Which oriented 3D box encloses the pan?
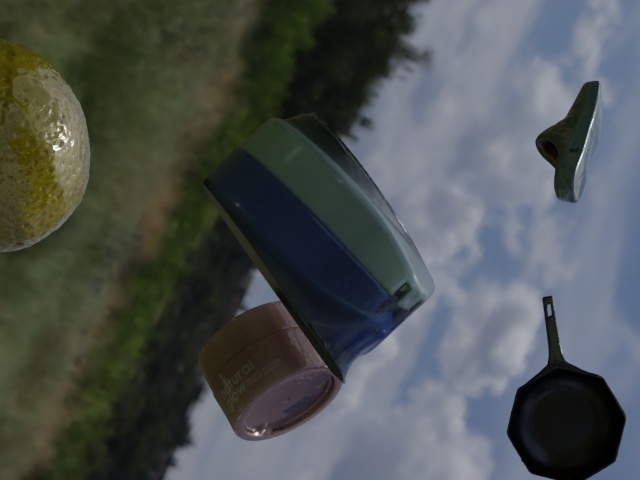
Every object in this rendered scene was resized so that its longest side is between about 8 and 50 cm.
[{"bbox_3d":[0.287,0.171,1.976,0.048,0.128,0.202,-93,-162,-86],"label":"pan"}]

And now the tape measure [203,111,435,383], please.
[{"bbox_3d":[0.002,0.001,1.768,0.138,0.262,0.259,-36,177,-6],"label":"tape measure"}]

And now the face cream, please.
[{"bbox_3d":[-0.060,0.158,2.092,0.104,0.149,0.149,58,-43,28],"label":"face cream"}]

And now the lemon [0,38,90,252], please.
[{"bbox_3d":[-0.410,-0.118,2.162,0.267,0.267,0.267,-155,-90,-82],"label":"lemon"}]

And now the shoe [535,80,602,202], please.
[{"bbox_3d":[0.313,-0.130,2.224,0.079,0.078,0.195,77,24,-49],"label":"shoe"}]
